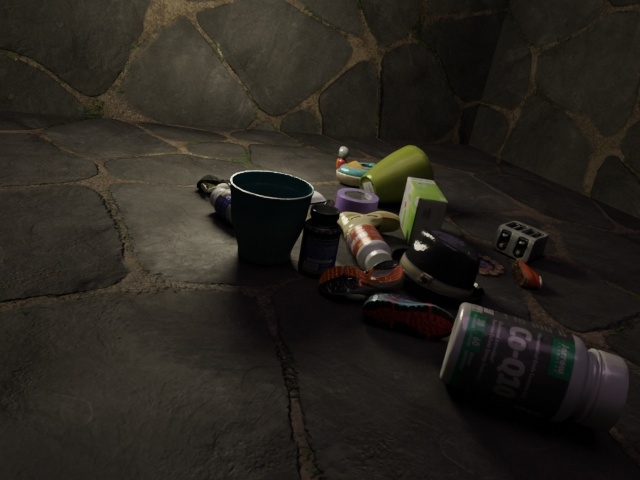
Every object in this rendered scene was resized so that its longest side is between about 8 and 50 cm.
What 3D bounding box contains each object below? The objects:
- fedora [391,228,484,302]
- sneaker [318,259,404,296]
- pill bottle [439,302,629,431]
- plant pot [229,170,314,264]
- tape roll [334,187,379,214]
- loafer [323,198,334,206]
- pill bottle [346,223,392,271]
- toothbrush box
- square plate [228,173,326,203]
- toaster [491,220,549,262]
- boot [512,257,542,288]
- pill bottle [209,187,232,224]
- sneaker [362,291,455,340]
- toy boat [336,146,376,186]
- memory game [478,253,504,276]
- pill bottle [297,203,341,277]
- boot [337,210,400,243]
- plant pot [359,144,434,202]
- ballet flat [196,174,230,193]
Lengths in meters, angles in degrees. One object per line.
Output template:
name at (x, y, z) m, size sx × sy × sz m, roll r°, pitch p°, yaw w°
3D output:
fedora at (0.412, 0.063, 1.610) m, size 0.334 × 0.152 × 0.334 m, roll 17°, pitch 22°, yaw -7°
sneaker at (0.127, 0.140, 1.466) m, size 0.263 × 0.121 × 0.099 m, roll -6°, pitch 52°, yaw 13°
pill bottle at (0.478, 0.290, 1.111) m, size 0.361 × 0.204 × 0.204 m, roll 16°, pitch 25°, yaw 15°
plant pot at (-0.175, -0.069, 1.590) m, size 0.272 × 0.255 × 0.271 m, roll 9°, pitch 24°, yaw -4°
tape roll at (0.162, -0.167, 2.156) m, size 0.189 × 0.080 × 0.189 m, roll 9°, pitch 23°, yaw -4°
loafer at (0.029, -0.128, 2.059) m, size 0.061 × 0.062 × 0.170 m, roll 37°, pitch 32°, yaw 5°
pill bottle at (0.172, 0.035, 1.659) m, size 0.121 × 0.121 × 0.216 m, roll 4°, pitch 24°, yaw -14°
toothbrush box at (0.419, -0.120, 1.998) m, size 0.122 × 0.206 × 0.283 m, roll 9°, pitch 25°, yaw -2°
square plate at (-0.205, -0.242, 2.219) m, size 0.344 × 0.049 × 0.347 m, roll -12°, pitch 32°, yaw -39°
toaster at (0.837, 0.005, 2.001) m, size 0.186 × 0.110 × 0.168 m, roll -12°, pitch 33°, yaw -40°
boot at (0.765, 0.125, 1.780) m, size 0.085 × 0.059 × 0.158 m, roll 13°, pitch 32°, yaw -1°
pill bottle at (-0.343, -0.133, 1.844) m, size 0.112 × 0.112 × 0.187 m, roll -12°, pitch 32°, yaw -41°
sneaker at (0.255, 0.194, 1.364) m, size 0.262 × 0.104 × 0.125 m, roll 14°, pitch 22°, yaw 8°
toy boat at (0.177, -0.395, 2.584) m, size 0.268 × 0.148 × 0.318 m, roll -5°, pitch 28°, yaw -30°
memory game at (0.612, 0.089, 1.845) m, size 0.186 × 0.012 × 0.186 m, roll 9°, pitch 24°, yaw -4°
pill bottle at (0.000, 0.000, 1.548) m, size 0.123 × 0.219 × 0.123 m, roll 8°, pitch 24°, yaw -4°
boot at (0.204, -0.041, 1.871) m, size 0.262 × 0.095 × 0.203 m, roll 4°, pitch 24°, yaw -9°
plant pot at (0.344, -0.290, 2.323) m, size 0.294 × 0.274 × 0.275 m, roll -21°, pitch 36°, yaw -25°
ballet flat at (-0.422, -0.212, 2.030) m, size 0.280 × 0.095 × 0.096 m, roll 16°, pitch 32°, yaw 38°
